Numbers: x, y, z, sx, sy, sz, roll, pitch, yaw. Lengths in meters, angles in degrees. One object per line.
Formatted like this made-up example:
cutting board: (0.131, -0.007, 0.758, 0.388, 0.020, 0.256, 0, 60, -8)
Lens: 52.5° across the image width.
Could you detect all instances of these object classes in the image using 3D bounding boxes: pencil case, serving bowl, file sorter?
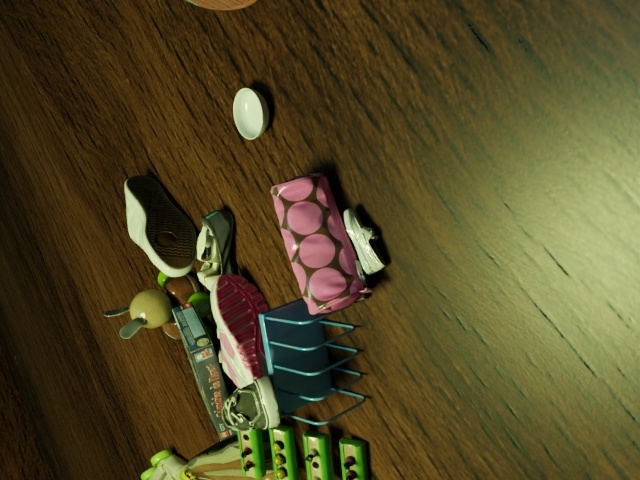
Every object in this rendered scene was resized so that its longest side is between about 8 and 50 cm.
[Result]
pencil case: (0.000, 0.000, 0.956, 0.098, 0.095, 0.209, -28, 77, 34)
serving bowl: (-0.110, -0.209, 1.069, 0.083, 0.027, 0.083, 20, 117, 45)
file sorter: (-0.007, 0.184, 1.010, 0.104, 0.118, 0.170, 2, 104, 48)

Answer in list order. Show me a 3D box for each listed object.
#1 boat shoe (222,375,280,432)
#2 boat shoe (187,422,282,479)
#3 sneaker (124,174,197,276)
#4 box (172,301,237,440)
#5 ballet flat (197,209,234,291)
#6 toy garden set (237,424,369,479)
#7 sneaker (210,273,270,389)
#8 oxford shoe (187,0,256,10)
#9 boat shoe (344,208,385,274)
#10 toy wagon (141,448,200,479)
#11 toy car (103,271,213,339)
boat shoe: (-0.115, 0.271, 1.033, 0.219, 0.070, 0.077, 124, 131, -63)
boat shoe: (-0.162, 0.453, 1.294, 0.324, 0.123, 0.120, -35, 79, 50)
sneaker: (-0.337, -0.008, 1.369, 0.290, 0.106, 0.123, 56, 143, 38)
box: (-0.226, 0.258, 1.285, 0.159, 0.044, 0.233, 45, 151, 54)
ballet flat: (-0.203, 0.041, 1.238, 0.074, 0.074, 0.203, 24, 120, 44)
toy garden set: (-0.037, 0.424, 1.111, 0.244, 0.049, 0.203, 2, 106, 27)
sneaker: (-0.147, 0.187, 1.194, 0.111, 0.103, 0.252, -27, 80, 50)
oxford shoe: (-0.118, -0.454, 0.947, 0.397, 0.140, 0.146, -2, 70, 56)
boat shoe: (0.065, -0.003, 0.928, 0.035, 0.035, 0.100, -26, 77, 24)
toy wagon: (-0.344, 0.658, 1.630, 0.267, 0.068, 0.344, 55, 137, 22)
toy car: (-0.343, 0.156, 1.352, 0.155, 0.188, 0.149, 31, 125, 41)
